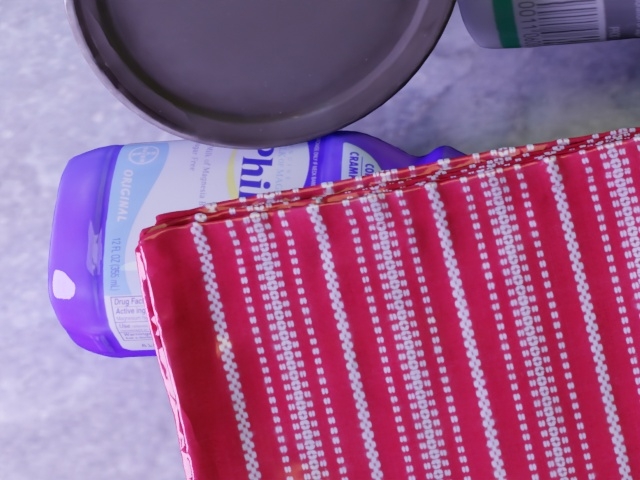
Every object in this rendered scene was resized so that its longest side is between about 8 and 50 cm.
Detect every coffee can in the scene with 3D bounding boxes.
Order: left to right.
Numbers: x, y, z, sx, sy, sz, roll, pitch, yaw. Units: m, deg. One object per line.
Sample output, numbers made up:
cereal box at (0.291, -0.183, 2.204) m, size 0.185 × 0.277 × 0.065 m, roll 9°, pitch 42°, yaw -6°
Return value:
coffee can at (-0.052, -0.204, 0.962) m, size 0.201 × 0.201 × 0.275 m, roll -19°, pitch 34°, yaw -1°

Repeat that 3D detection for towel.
towel at (0.058, 0.060, 0.850) m, size 0.275 × 0.031 × 0.199 m, roll -11°, pitch 89°, yaw 4°

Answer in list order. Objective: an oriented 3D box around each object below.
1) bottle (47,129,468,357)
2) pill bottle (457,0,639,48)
bottle at (0.000, 0.000, 0.925) m, size 0.283 × 0.092 × 0.118 m, roll -2°, pitch 61°, yaw 11°
pill bottle at (0.253, -0.219, 0.952) m, size 0.361 × 0.204 × 0.204 m, roll -4°, pitch 56°, yaw 10°
